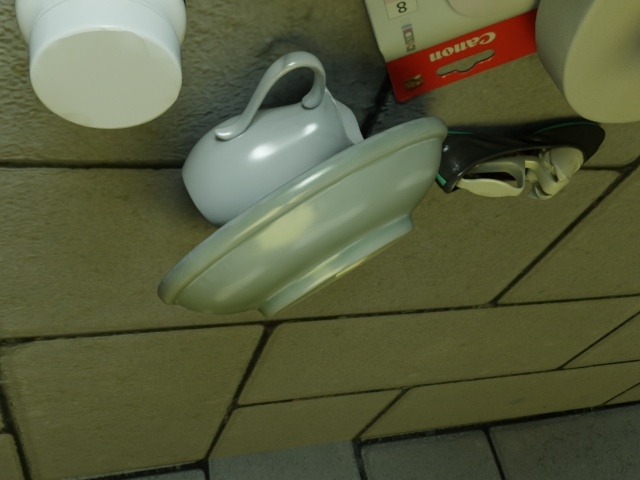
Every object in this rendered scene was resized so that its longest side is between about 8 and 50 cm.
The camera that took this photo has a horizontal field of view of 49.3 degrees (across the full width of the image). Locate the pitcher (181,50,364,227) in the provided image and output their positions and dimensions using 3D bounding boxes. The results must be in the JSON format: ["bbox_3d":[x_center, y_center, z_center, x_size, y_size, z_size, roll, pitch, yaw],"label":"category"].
[{"bbox_3d":[-0.064,-0.113,0.799,0.207,0.125,0.178,-29,141,8],"label":"pitcher"}]

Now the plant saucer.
[{"bbox_3d":[0.000,0.000,0.852,0.400,0.100,0.400,-31,174,-3],"label":"plant saucer"}]

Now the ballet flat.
[{"bbox_3d":[0.281,-0.102,0.974,0.280,0.096,0.095,-7,150,-12],"label":"ballet flat"}]

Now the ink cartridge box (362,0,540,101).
[{"bbox_3d":[0.153,-0.231,0.743,0.189,0.066,0.232,-18,146,9],"label":"ink cartridge box"}]

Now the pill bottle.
[{"bbox_3d":[-0.163,-0.194,0.519,0.119,0.208,0.119,-10,151,-6],"label":"pill bottle"}]

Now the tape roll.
[{"bbox_3d":[0.409,-0.274,0.704,0.392,0.072,0.392,-17,152,-9],"label":"tape roll"}]
